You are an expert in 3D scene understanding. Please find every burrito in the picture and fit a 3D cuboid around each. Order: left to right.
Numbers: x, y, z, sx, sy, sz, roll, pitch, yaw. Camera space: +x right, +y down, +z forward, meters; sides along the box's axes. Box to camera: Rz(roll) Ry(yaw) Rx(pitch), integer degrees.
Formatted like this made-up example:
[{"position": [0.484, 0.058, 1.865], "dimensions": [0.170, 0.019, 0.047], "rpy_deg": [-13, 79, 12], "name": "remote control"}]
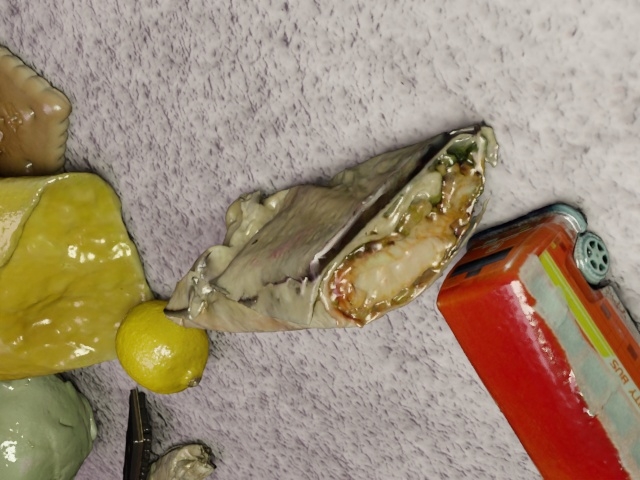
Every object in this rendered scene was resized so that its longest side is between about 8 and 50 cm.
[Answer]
[{"position": [-0.210, 0.341, 1.284], "dimensions": [0.058, 0.063, 0.229], "rpy_deg": [14, 150, -20], "name": "burrito"}, {"position": [-0.003, 0.011, 0.801], "dimensions": [0.347, 0.175, 0.107], "rpy_deg": [-14, 139, 43], "name": "burrito"}]

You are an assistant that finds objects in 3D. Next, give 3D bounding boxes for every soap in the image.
[{"position": [-0.434, 0.058, 1.132], "dimensions": [0.427, 0.115, 0.306], "rpy_deg": [-9, 125, 18], "name": "soap"}]

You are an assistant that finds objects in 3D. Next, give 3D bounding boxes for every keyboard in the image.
[{"position": [-0.283, 0.360, 1.337], "dimensions": [0.106, 0.027, 0.317], "rpy_deg": [-107, 24, -43], "name": "keyboard"}]

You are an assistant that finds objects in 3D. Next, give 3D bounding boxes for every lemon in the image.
[{"position": [-0.192, 0.131, 1.082], "dimensions": [0.133, 0.109, 0.109], "rpy_deg": [38, 136, 24], "name": "lemon"}]

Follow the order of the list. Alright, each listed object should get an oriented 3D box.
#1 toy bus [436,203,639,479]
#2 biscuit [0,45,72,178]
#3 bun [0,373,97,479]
[{"position": [0.207, 0.112, 0.728], "dimensions": [0.121, 0.120, 0.265], "rpy_deg": [-24, 100, 47], "name": "toy bus"}, {"position": [-0.420, -0.112, 1.152], "dimensions": [0.217, 0.044, 0.325], "rpy_deg": [38, 136, 15], "name": "biscuit"}, {"position": [-0.441, 0.304, 1.344], "dimensions": [0.187, 0.293, 0.293], "rpy_deg": [10, 141, -22], "name": "bun"}]
